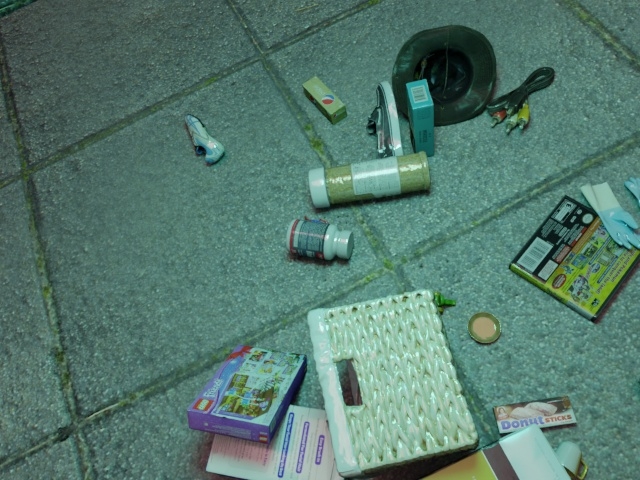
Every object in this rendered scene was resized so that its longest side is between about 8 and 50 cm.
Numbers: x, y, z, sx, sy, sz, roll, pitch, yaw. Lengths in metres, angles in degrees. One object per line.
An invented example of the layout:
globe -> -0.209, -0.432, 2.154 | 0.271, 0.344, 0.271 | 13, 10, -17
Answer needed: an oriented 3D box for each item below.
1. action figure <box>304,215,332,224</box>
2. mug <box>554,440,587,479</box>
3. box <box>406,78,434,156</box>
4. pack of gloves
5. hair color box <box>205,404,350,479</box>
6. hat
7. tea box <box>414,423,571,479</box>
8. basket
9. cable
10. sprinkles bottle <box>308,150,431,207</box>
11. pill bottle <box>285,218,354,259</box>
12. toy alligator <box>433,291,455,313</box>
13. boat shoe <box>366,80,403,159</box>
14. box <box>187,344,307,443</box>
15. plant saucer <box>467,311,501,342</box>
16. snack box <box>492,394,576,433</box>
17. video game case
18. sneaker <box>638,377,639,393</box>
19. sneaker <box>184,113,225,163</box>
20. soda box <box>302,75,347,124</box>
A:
action figure -> -0.001, -0.046, 1.607 | 0.115, 0.030, 0.038 | 18, 63, 17
mug -> 0.564, 0.498, 1.202 | 0.062, 0.078, 0.064 | 7, 50, 51
box -> 0.299, -0.356, 1.576 | 0.060, 0.244, 0.100 | -11, 62, 7
pack of gloves -> 0.846, -0.085, 1.414 | 0.195, 0.046, 0.232 | -12, 56, -3
hair color box -> -0.088, 0.504, 1.300 | 0.339, 0.110, 0.185 | 3, 62, 15
hat -> 0.385, -0.524, 1.696 | 0.331, 0.331, 0.134 | -16, 17, 4
tea box -> 0.325, 0.553, 1.061 | 0.323, 0.329, 0.220 | -25, 62, 0
basket -> 0.160, 0.303, 1.115 | 0.266, 0.331, 0.328 | -18, 64, 11
cable -> 0.633, -0.451, 1.680 | 0.139, 0.072, 0.287 | 19, 55, 38
sprinkles bottle -> 0.146, -0.183, 1.591 | 0.355, 0.121, 0.121 | -9, 62, 7
pill bottle -> 0.000, 0.000, 1.537 | 0.180, 0.108, 0.108 | 9, 66, 16
toy alligator -> 0.268, 0.167, 1.427 | 0.190, 0.051, 0.056 | -4, 62, 10
boat shoe -> 0.195, -0.379, 1.696 | 0.102, 0.108, 0.301 | -8, 69, 6
box -> -0.169, 0.368, 1.312 | 0.201, 0.057, 0.293 | 6, 21, 15
plant saucer -> 0.428, 0.229, 1.383 | 0.083, 0.015, 0.083 | -5, 63, 10
snack box -> 0.510, 0.417, 1.266 | 0.178, 0.022, 0.064 | -11, 63, 6
video game case -> 0.690, 0.040, 1.414 | 0.248, 0.035, 0.275 | 36, 75, 26
sneaker -> 0.872, 0.368, 1.179 | 0.293, 0.102, 0.146 | 36, 71, 20
sneaker -> -0.416, -0.355, 1.822 | 0.086, 0.085, 0.237 | -41, 59, -2
soda box -> 0.014, -0.480, 1.807 | 0.061, 0.058, 0.181 | -35, 63, -7
